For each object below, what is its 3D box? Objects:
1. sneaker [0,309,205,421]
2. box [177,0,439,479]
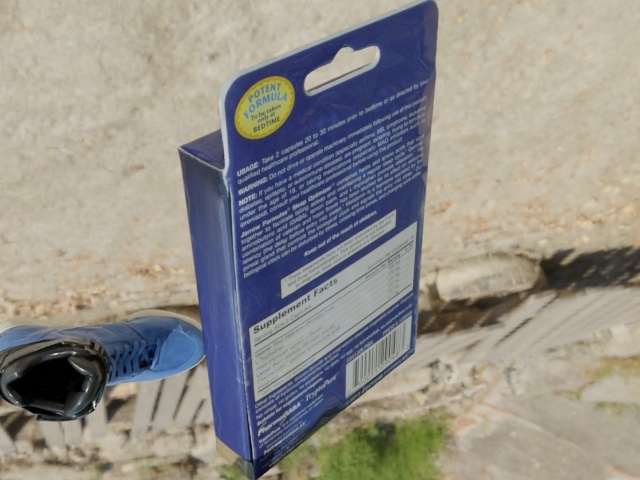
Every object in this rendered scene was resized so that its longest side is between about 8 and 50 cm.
[{"bbox_3d":[-0.143,0.085,0.549,0.152,0.058,0.084,5,-164,-25],"label":"sneaker"},{"bbox_3d":[0.000,0.000,0.404,0.136,0.036,0.225,-31,136,-36],"label":"box"}]
